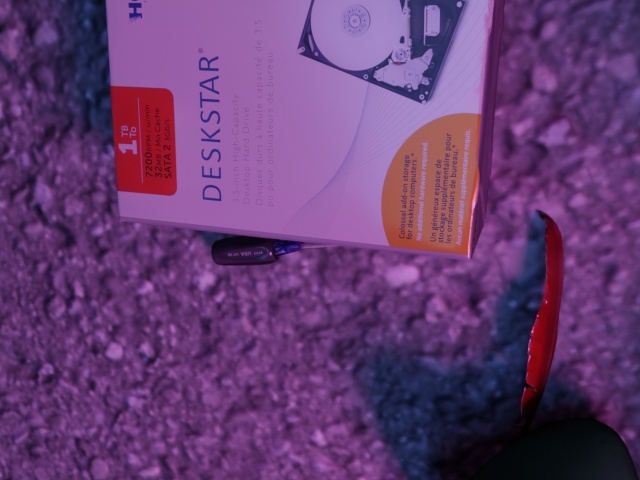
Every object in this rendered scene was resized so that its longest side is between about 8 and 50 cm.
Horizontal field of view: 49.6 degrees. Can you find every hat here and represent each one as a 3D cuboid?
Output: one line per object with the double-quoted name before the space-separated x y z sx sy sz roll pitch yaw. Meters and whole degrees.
"hat" 0.182 0.137 0.477 0.172 0.184 0.209 24 154 18

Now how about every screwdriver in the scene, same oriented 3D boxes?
"screwdriver" 0.000 0.000 0.503 0.169 0.024 0.025 -9 74 14

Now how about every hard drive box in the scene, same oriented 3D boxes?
"hard drive box" -0.009 -0.095 0.437 0.232 0.089 0.181 6 107 18
